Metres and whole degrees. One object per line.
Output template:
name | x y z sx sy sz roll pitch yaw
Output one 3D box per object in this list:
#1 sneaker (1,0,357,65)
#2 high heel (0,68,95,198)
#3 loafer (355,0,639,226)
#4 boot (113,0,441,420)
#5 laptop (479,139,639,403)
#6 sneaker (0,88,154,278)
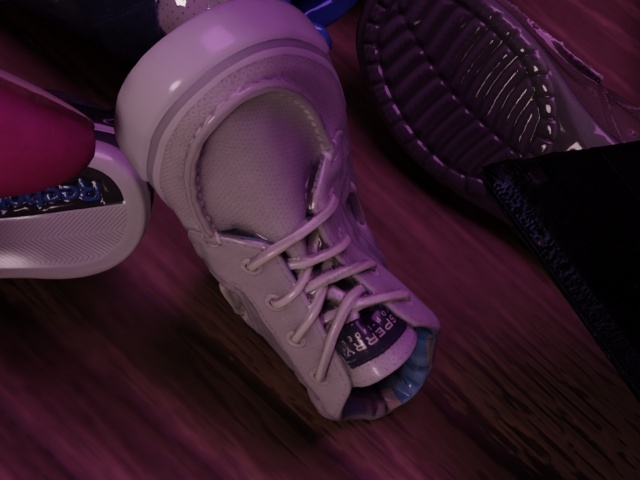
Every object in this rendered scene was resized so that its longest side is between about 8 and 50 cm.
sneaker | -0.023 -0.226 0.901 0.236 0.130 0.322 19 71 17
high heel | -0.273 0.002 0.611 0.377 0.127 0.181 6 85 -5
loafer | 0.122 -0.051 0.944 0.251 0.094 0.087 46 21 4
boot | 0.000 0.000 0.727 0.095 0.258 0.123 -36 71 -1
laptop | 0.224 0.067 0.784 0.264 0.136 0.234 -9 43 -22
sneaker | -0.179 -0.024 0.777 0.217 0.079 0.121 2 17 0
